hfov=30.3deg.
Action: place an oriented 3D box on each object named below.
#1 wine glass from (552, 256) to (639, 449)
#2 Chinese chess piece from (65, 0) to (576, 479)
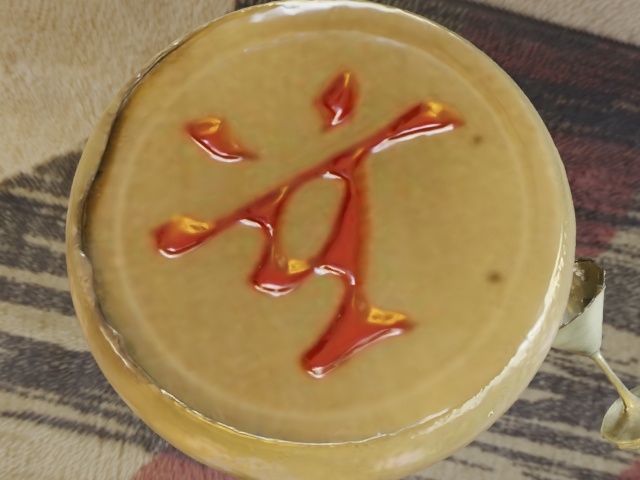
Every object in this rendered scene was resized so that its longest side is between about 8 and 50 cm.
[{"bbox_3d":[0.284,0.121,1.204,0.122,0.122,0.183,-42,108,-8],"label":"wine glass"},{"bbox_3d":[0.000,0.000,0.591,0.250,0.103,0.249,-1,69,2],"label":"Chinese chess piece"}]
